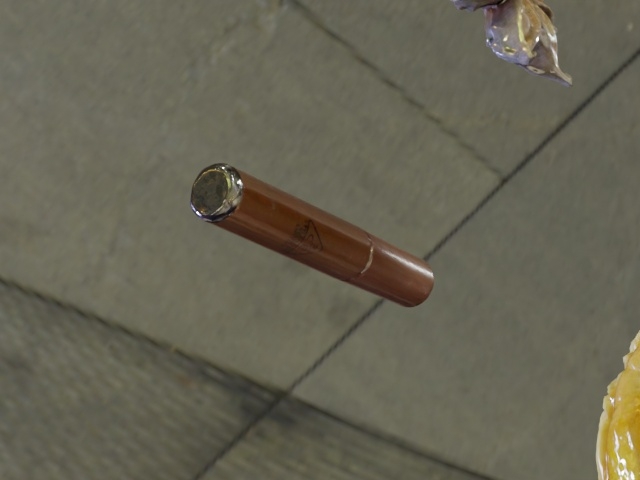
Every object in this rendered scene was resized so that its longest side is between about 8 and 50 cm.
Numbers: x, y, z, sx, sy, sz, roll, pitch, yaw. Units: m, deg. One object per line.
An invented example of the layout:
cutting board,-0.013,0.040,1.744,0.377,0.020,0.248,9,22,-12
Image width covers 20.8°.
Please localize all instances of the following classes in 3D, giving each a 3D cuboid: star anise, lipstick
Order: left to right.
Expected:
lipstick,0.000,0.000,1.622,0.057,0.357,0.057,-9,72,29
star anise,0.169,-0.218,1.630,0.063,0.208,0.172,-31,67,20

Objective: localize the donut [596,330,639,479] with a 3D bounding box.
donut,0.491,0.220,1.730,0.449,0.198,0.449,-5,77,20
